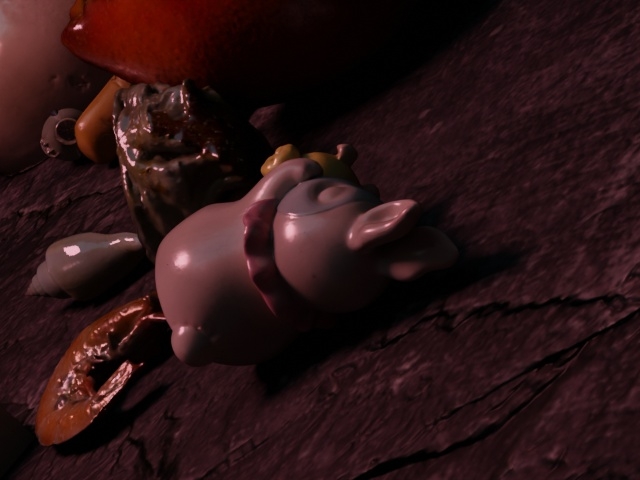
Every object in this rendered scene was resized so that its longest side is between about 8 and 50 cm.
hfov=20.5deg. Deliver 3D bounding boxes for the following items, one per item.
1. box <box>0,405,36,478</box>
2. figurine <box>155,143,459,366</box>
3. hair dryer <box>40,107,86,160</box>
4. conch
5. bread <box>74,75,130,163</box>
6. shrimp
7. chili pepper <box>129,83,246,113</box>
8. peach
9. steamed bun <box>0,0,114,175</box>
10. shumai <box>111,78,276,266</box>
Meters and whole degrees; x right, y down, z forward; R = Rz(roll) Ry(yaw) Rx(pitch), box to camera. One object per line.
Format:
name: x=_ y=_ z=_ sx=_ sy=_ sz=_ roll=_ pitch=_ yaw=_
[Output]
box: x=-0.405 y=0.211 z=1.605 sx=0.225 sy=0.117 sz=0.225 roll=-50 pitch=23 yaw=-17
figurine: x=0.000 y=0.000 z=1.297 sx=0.235 sy=0.127 sz=0.155 roll=-23 pitch=19 yaw=30
hair dryer: x=-0.245 y=-0.155 z=2.068 sx=0.199 sy=0.067 sz=0.167 roll=-32 pitch=8 yaw=8
conch: x=-0.221 y=0.027 z=1.716 sx=0.180 sy=0.088 sz=0.065 roll=-20 pitch=74 yaw=33
bread: x=-0.224 y=-0.137 z=1.999 sx=0.056 sy=0.082 sz=0.115 roll=26 pitch=64 yaw=23
shrimp: x=-0.175 y=0.113 z=1.495 sx=0.187 sy=0.052 sz=0.132 roll=-41 pitch=32 yaw=26
chili pepper: x=-0.145 y=-0.158 z=1.885 sx=0.224 sy=0.061 sz=0.098 roll=1 pitch=78 yaw=56
peach: x=-0.052 y=-0.220 z=1.651 sx=0.362 sy=0.201 sz=0.257 roll=-30 pitch=21 yaw=4
steamed bun: x=-0.392 y=-0.245 z=2.304 sx=0.324 sy=0.206 sz=0.324 roll=-37 pitch=21 yaw=17
shumai: x=-0.104 y=-0.077 z=1.603 sx=0.142 sy=0.184 sz=0.184 roll=-13 pitch=29 yaw=10
